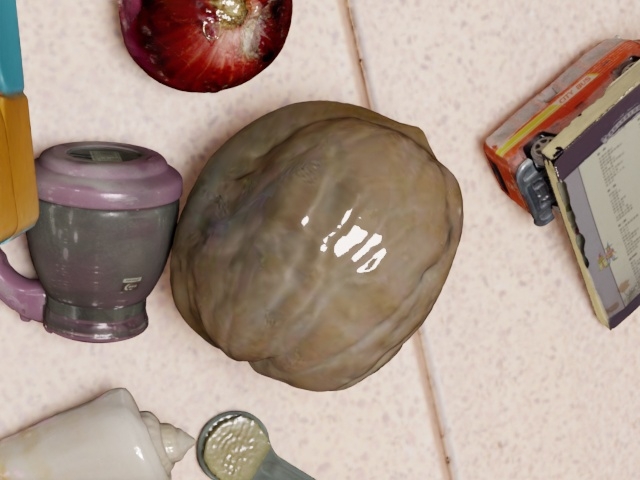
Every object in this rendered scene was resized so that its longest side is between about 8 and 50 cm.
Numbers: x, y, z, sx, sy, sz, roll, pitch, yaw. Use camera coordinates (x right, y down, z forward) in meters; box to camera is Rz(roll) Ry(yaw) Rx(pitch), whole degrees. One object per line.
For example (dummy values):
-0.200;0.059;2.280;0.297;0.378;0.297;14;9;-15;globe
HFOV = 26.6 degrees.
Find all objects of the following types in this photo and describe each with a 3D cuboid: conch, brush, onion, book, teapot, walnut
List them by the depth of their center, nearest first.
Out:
-0.178;0.006;0.996;0.148;0.116;0.146;-1;107;-22;teapot
-0.084;-0.172;1.000;0.131;0.131;0.131;-2;98;-18;onion
0.000;0.000;1.000;0.224;0.224;0.224;-2;98;-18;walnut
-0.181;0.176;1.028;0.176;0.094;0.104;-21;143;-10;conch
0.267;-0.045;1.125;0.157;0.026;0.231;-41;136;-12;book
0.012;0.223;1.129;0.266;0.027;0.062;34;87;-19;brush

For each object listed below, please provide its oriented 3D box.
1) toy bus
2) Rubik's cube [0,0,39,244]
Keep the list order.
0.217;-0.098;1.121;0.174;0.077;0.079;-41;136;-8;toy bus
-0.343;-0.122;0.794;0.290;0.292;0.291;-5;97;-1;Rubik's cube
